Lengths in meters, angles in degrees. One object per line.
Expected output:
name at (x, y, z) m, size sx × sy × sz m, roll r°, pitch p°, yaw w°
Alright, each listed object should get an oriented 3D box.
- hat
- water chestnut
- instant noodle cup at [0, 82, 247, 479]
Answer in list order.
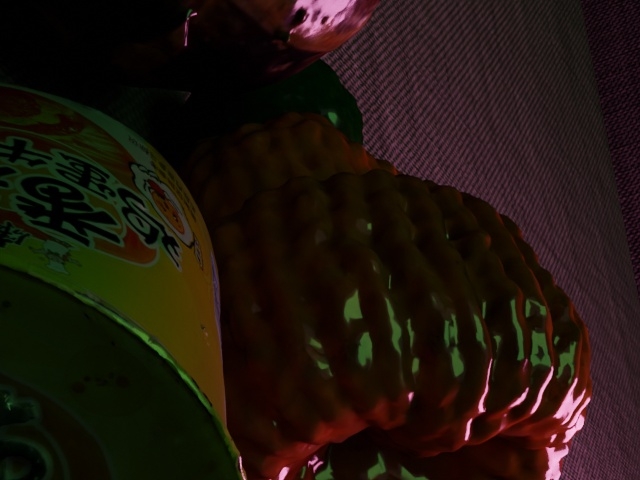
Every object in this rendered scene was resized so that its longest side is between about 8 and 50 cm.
hat at (0.000, 0.000, 1.155) m, size 0.285 × 0.285 × 0.400 m, roll 41°, pitch 26°, yaw -54°
water chestnut at (-0.072, -0.235, 1.127) m, size 0.300 × 0.300 × 0.300 m, roll 51°, pitch 29°, yaw -44°
instant noodle cup at (-0.151, 0.062, 0.742) m, size 0.200 × 0.264 × 0.264 m, roll -87°, pitch 152°, yaw -60°
